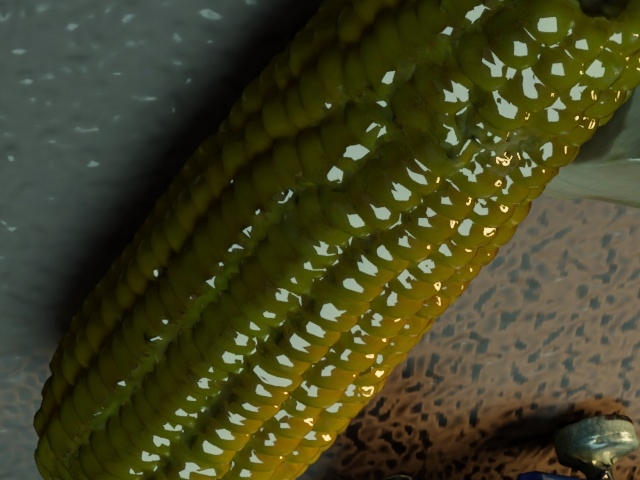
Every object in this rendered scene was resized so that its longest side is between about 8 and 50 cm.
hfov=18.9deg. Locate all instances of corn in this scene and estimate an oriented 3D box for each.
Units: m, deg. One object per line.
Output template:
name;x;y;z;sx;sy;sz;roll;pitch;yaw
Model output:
corn;0.000;0.000;0.739;0.120;0.120;0.363;17;131;-32

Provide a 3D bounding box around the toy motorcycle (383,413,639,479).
toy motorcycle;0.095;0.169;0.983;0.315;0.113;0.169;14;145;-42

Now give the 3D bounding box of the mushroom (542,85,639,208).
mushroom;0.195;-0.064;0.737;0.247;0.096;0.108;-8;116;-12
